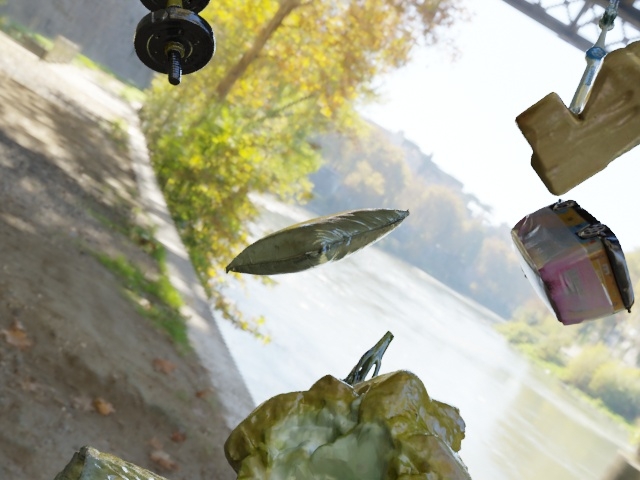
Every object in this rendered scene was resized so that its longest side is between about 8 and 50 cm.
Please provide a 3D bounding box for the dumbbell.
[{"bbox_3d":[-0.264,-0.410,1.531,0.143,0.143,0.325,30,44,-43],"label":"dumbbell"}]

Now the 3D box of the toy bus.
[{"bbox_3d":[0.506,0.033,1.768,0.386,0.162,0.171,-85,156,-74],"label":"toy bus"}]

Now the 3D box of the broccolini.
[{"bbox_3d":[0.079,0.264,1.670,0.068,0.202,0.091,-1,-45,49],"label":"broccolini"}]

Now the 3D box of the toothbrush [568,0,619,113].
[{"bbox_3d":[0.430,-0.280,1.327,0.040,0.386,0.040,16,-45,17],"label":"toothbrush"}]

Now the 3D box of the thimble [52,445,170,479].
[{"bbox_3d":[-0.234,0.354,0.857,0.150,0.271,0.271,30,3,-15],"label":"thimble"}]

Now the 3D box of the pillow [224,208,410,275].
[{"bbox_3d":[0.000,0.000,1.316,0.185,0.075,0.302,-12,5,33],"label":"pillow"}]

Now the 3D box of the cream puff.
[{"bbox_3d":[0.063,0.302,0.959,0.270,0.323,0.274,-54,129,-52],"label":"cream puff"}]

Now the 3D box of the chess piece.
[{"bbox_3d":[0.391,-0.180,1.064,0.137,0.301,0.137,47,16,-19],"label":"chess piece"}]
